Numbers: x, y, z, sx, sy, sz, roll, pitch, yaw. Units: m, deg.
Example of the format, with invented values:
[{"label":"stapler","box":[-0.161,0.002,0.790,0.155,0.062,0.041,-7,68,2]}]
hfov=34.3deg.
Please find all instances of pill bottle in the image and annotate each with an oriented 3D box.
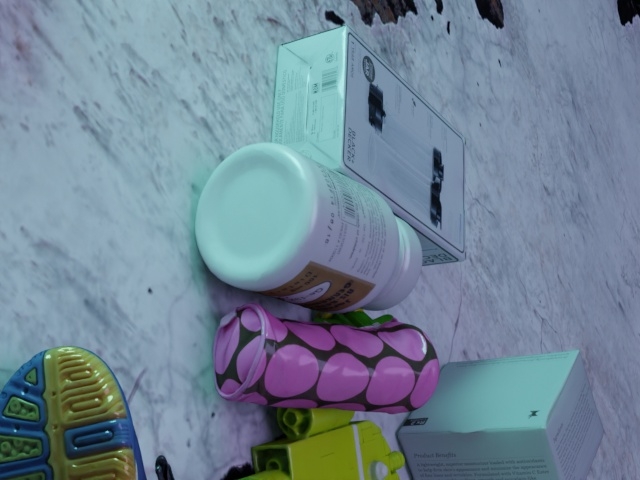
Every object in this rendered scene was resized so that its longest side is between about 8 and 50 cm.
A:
[{"label":"pill bottle","box":[0.000,0.000,0.980,0.229,0.131,0.131,21,63,-55]}]

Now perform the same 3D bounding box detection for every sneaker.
[{"label":"sneaker","box":[-0.154,0.220,0.717,0.131,0.112,0.296,18,63,-79]}]

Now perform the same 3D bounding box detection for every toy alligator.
[{"label":"toy alligator","box":[0.012,0.102,1.056,0.190,0.056,0.051,1,122,-50]}]

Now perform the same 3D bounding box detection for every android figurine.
[{"label":"android figurine","box":[0.012,0.266,0.998,0.273,0.056,0.248,3,78,-57]}]

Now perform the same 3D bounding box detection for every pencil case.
[{"label":"pencil case","box":[0.003,0.106,0.945,0.209,0.095,0.098,12,55,-36]}]

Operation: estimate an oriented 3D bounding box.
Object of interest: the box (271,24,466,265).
[{"label":"box","box":[0.064,-0.091,1.155,0.290,0.087,0.169,30,56,-51]}]

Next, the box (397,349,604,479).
[{"label":"box","box":[0.216,0.226,1.218,0.182,0.181,0.119,-41,116,-55]}]

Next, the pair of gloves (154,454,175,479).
[{"label":"pair of gloves","box":[-0.102,0.188,0.688,0.083,0.010,0.074,-87,165,-75]}]
